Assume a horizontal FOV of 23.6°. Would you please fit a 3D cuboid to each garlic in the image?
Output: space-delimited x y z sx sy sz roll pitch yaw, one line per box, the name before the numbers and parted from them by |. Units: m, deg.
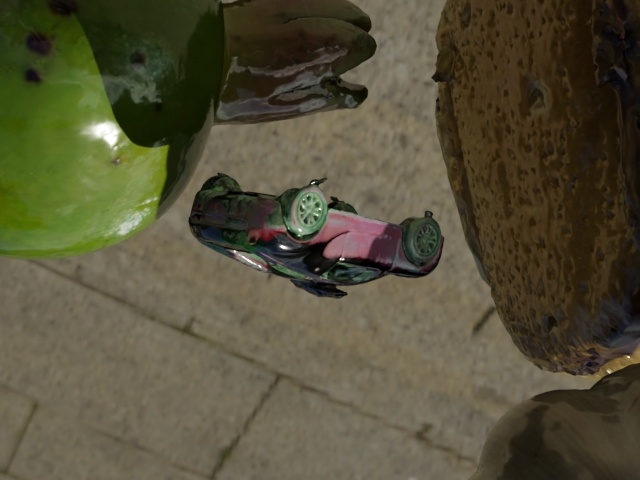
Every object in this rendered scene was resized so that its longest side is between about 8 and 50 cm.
garlic | 0.166 0.171 0.804 0.228 0.228 0.152 33 168 -15

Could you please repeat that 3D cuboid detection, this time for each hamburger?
hamburger | 0.187 -0.065 0.966 0.174 0.305 0.284 -13 177 -11

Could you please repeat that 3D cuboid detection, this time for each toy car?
toy car | 0.000 0.000 0.750 0.142 0.055 0.069 12 178 -44

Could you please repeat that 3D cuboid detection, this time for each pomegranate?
pomegranate | -0.113 -0.098 0.832 0.301 0.236 0.236 5 142 -25
